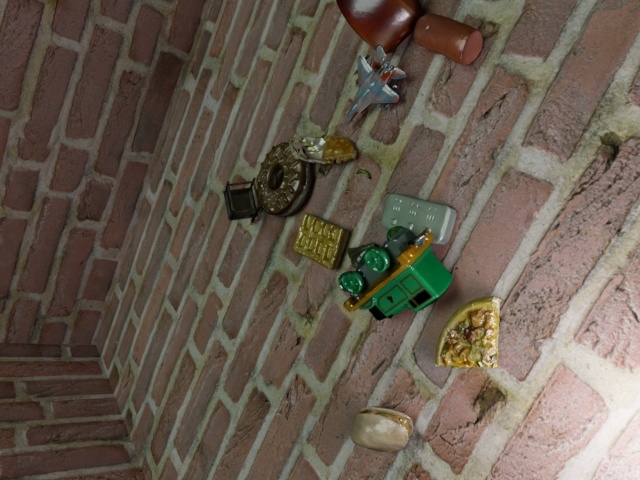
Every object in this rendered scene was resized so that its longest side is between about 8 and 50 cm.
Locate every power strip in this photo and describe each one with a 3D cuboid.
[{"bbox_3d":[0.302,-0.041,1.699,0.264,0.059,0.194,21,97,49],"label":"power strip"}]

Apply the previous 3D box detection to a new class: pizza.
[{"bbox_3d":[0.062,-0.345,2.029,0.134,0.046,0.175,-32,46,-3],"label":"pizza"},{"bbox_3d":[0.425,0.284,1.482,0.292,0.058,0.197,-54,47,27],"label":"pizza"}]

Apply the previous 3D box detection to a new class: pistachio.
[{"bbox_3d":[0.186,0.589,1.650,0.223,0.126,0.152,-27,96,38],"label":"pistachio"}]

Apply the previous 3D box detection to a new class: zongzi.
[{"bbox_3d":[0.157,0.018,1.867,0.154,0.062,0.131,-50,36,22],"label":"zongzi"}]

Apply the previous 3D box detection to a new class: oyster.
[{"bbox_3d":[-0.032,-0.349,2.102,0.072,0.208,0.133,92,-176,-60],"label":"oyster"}]

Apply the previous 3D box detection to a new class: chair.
[{"bbox_3d":[-0.353,-0.168,2.354,0.260,0.141,0.155,136,123,-69],"label":"chair"}]

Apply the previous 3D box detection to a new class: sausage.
[{"bbox_3d":[0.398,-0.653,1.687,0.259,0.113,0.114,47,117,42],"label":"sausage"}]

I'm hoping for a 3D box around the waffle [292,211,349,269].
[{"bbox_3d":[0.000,0.000,2.046,0.274,0.057,0.168,24,101,50],"label":"waffle"}]

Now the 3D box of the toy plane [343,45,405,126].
[{"bbox_3d":[0.175,-0.533,1.916,0.223,0.104,0.326,51,142,11],"label":"toy plane"}]

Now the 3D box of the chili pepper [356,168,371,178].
[{"bbox_3d":[0.159,-0.247,1.945,0.083,0.017,0.030,40,114,46],"label":"chili pepper"}]

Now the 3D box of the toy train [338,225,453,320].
[{"bbox_3d":[0.230,0.121,1.637,0.249,0.178,0.429,47,137,5],"label":"toy train"}]

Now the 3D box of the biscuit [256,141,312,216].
[{"bbox_3d":[-0.159,-0.259,2.256,0.332,0.103,0.332,-14,71,46],"label":"biscuit"}]

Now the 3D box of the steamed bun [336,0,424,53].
[{"bbox_3d":[0.193,-0.866,1.866,0.235,0.248,0.380,-39,53,37],"label":"steamed bun"}]
